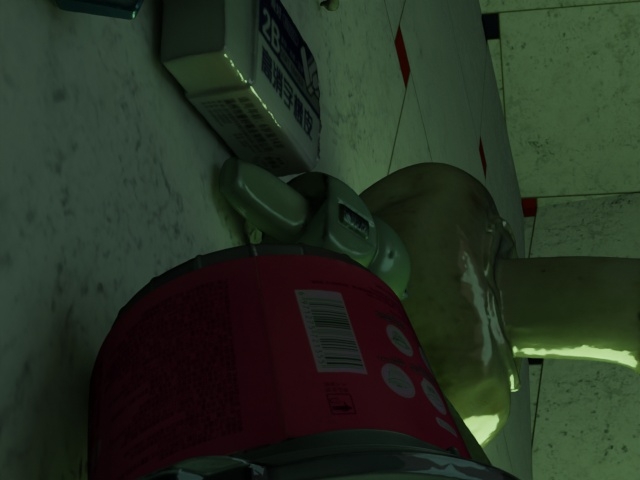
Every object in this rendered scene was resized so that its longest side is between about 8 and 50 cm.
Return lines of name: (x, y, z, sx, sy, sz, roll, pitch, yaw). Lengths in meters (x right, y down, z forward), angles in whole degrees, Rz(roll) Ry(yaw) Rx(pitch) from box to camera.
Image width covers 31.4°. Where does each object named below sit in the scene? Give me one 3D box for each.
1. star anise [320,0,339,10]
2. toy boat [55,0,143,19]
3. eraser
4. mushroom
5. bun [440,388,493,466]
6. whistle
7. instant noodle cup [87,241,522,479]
star anise: (0.003, -0.381, 1.273, 0.230, 0.081, 0.262, -94, 166, -60)
toy boat: (-0.118, -0.230, 0.721, 0.098, 0.109, 0.238, 95, 4, -46)
eraser: (-0.062, -0.149, 0.927, 0.210, 0.068, 0.124, 50, 37, -62)
mushroom: (0.177, 0.074, 1.183, 0.314, 0.336, 0.314, 0, 90, -73)
bun: (0.023, 0.182, 0.871, 0.283, 0.179, 0.283, 51, 7, -9)
whistle: (0.000, 0.000, 0.987, 0.244, 0.092, 0.110, 31, 49, -40)
instant noodle cup: (-0.025, 0.118, 0.633, 0.302, 0.258, 0.181, 65, 8, -50)
